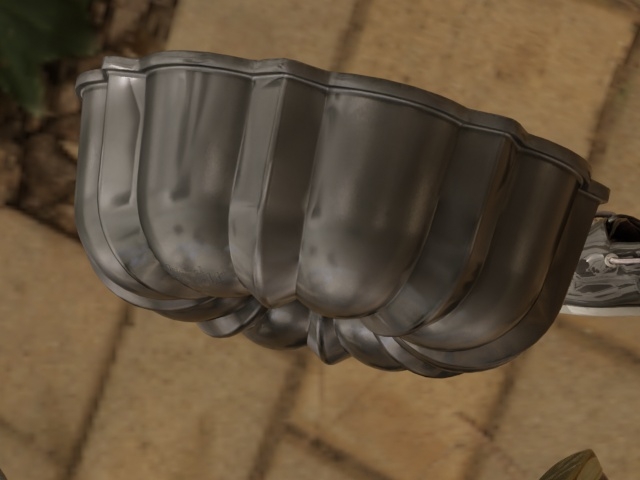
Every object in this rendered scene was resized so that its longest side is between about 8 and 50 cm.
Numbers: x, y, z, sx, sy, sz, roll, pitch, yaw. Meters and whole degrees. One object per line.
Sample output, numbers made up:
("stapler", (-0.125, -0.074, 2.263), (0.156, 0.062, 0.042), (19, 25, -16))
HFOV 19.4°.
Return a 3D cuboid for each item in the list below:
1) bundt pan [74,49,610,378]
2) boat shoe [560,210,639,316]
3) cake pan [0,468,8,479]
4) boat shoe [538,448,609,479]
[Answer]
("bundt pan", (0.000, 0.000, 1.125), (0.331, 0.331, 0.124), (5, 78, 32))
("boat shoe", (0.277, 0.010, 1.427), (0.335, 0.112, 0.095), (5, 103, 31))
("cake pan", (-0.380, 0.270, 1.506), (0.054, 0.293, 0.293), (-26, 70, 61))
("boat shoe", (0.168, 0.250, 1.419), (0.073, 0.223, 0.080), (46, 139, -4))
